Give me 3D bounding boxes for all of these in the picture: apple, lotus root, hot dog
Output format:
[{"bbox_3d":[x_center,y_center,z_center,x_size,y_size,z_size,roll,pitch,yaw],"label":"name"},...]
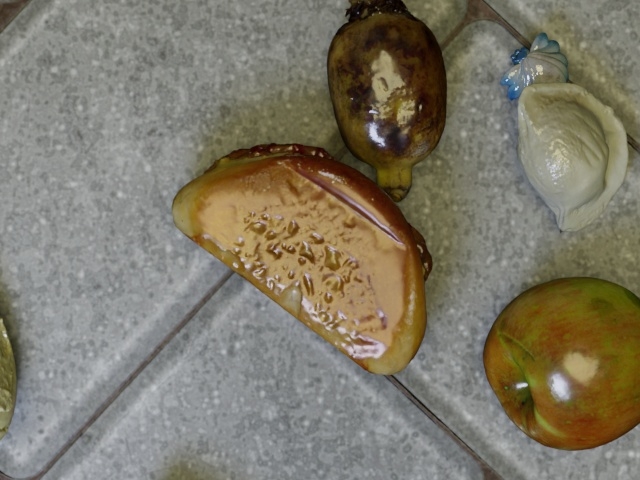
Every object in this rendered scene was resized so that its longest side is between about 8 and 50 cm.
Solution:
[{"bbox_3d":[0.366,0.171,1.816,0.226,0.246,0.246,-19,88,-19],"label":"apple"},{"bbox_3d":[0.098,-0.212,1.845,0.169,0.141,0.314,-9,90,4],"label":"lotus root"},{"bbox_3d":[0.000,0.000,1.819,0.405,0.185,0.223,36,91,1],"label":"hot dog"}]

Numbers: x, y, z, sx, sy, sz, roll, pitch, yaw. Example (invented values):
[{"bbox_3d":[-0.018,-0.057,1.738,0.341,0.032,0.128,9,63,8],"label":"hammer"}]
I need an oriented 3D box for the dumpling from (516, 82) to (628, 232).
[{"bbox_3d":[0.364,-0.134,1.856,0.166,0.126,0.216,-31,85,-16],"label":"dumpling"}]

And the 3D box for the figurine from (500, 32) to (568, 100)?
[{"bbox_3d":[0.323,-0.238,1.886,0.114,0.079,0.114,-10,108,-32],"label":"figurine"}]

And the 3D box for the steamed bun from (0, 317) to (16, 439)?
[{"bbox_3d":[-0.558,0.180,1.834,0.232,0.166,0.273,-21,83,12],"label":"steamed bun"}]
